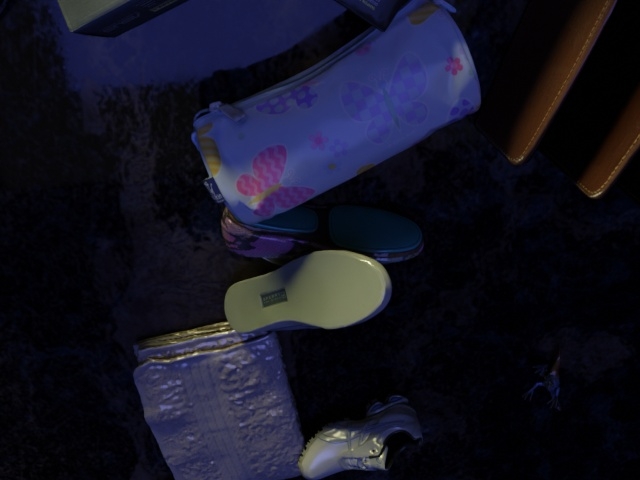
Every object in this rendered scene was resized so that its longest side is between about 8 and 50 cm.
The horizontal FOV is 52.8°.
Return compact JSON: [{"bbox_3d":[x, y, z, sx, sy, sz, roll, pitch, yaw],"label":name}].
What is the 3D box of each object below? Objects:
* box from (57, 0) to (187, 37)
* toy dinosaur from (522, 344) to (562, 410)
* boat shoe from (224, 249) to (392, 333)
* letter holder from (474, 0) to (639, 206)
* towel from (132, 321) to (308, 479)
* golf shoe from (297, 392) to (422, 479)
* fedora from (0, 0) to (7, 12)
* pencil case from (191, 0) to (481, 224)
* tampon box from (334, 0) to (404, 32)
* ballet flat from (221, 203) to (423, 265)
[{"bbox_3d":[-0.115,-0.280,0.472,0.232,0.059,0.183,-18,95,22],"label":"box"},{"bbox_3d":[0.325,0.201,0.892,0.090,0.047,0.082,-47,134,7],"label":"toy dinosaur"},{"bbox_3d":[-0.006,0.056,0.698,0.227,0.081,0.079,-14,83,41],"label":"boat shoe"},{"bbox_3d":[0.294,-0.182,0.563,0.152,0.214,0.302,13,118,-15],"label":"letter holder"},{"bbox_3d":[-0.121,0.228,0.841,0.187,0.049,0.282,-12,121,0],"label":"towel"},{"bbox_3d":[0.053,0.276,0.854,0.176,0.086,0.069,-32,123,-1],"label":"golf shoe"},{"bbox_3d":[-0.399,-0.266,0.457,0.334,0.152,0.334,-3,120,-5],"label":"fedora"},{"bbox_3d":[0.014,-0.122,0.620,0.273,0.113,0.124,-26,103,8],"label":"pencil case"},{"bbox_3d":[0.047,-0.276,0.529,0.101,0.120,0.161,27,113,-20],"label":"tampon box"},{"bbox_3d":[0.000,0.000,0.719,0.221,0.077,0.079,7,137,-6],"label":"ballet flat"}]
